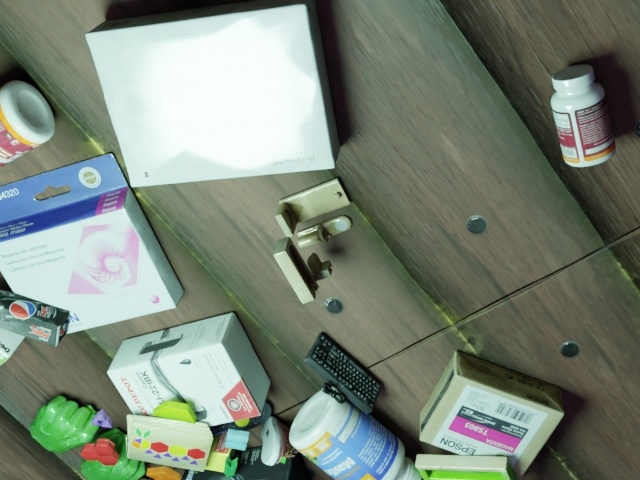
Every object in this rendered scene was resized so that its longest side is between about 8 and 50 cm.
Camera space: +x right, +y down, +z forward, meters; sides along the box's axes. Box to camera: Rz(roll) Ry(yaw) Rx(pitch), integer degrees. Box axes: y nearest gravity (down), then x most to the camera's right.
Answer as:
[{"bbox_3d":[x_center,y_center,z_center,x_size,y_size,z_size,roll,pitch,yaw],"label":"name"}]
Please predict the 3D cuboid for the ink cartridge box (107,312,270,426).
[{"bbox_3d":[-0.272,0.285,1.736,0.273,0.114,0.197,-15,117,19],"label":"ink cartridge box"}]

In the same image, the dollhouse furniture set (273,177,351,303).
[{"bbox_3d":[0.000,0.000,1.508,0.123,0.151,0.144,-20,117,19],"label":"dollhouse furniture set"}]

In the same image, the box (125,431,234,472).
[{"bbox_3d":[-0.308,0.451,1.855,0.232,0.087,0.058,9,120,5],"label":"box"}]

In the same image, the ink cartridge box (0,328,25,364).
[{"bbox_3d":[-0.721,0.199,1.679,0.097,0.255,0.189,-37,109,25],"label":"ink cartridge box"}]

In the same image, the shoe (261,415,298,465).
[{"bbox_3d":[-0.077,0.431,1.760,0.081,0.178,0.063,27,97,-11],"label":"shoe"}]

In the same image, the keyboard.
[{"bbox_3d":[0.045,0.277,1.685,0.180,0.108,0.023,42,142,-14],"label":"keyboard"}]

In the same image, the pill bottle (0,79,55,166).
[{"bbox_3d":[-0.603,-0.191,1.513,0.221,0.121,0.121,-24,113,21],"label":"pill bottle"}]

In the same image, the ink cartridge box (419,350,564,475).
[{"bbox_3d":[0.343,0.353,1.691,0.234,0.088,0.193,19,120,-3],"label":"ink cartridge box"}]

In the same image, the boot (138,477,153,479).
[{"bbox_3d":[-0.513,0.636,1.988,0.115,0.112,0.305,44,120,-8],"label":"boot"}]

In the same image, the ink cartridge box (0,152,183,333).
[{"bbox_3d":[-0.485,0.023,1.650,0.324,0.071,0.330,-14,118,17],"label":"ink cartridge box"}]

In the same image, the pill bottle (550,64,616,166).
[{"bbox_3d":[0.425,-0.204,1.358,0.086,0.086,0.152,-13,117,16],"label":"pill bottle"}]

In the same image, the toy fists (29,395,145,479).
[{"bbox_3d":[-0.517,0.455,1.885,0.279,0.096,0.142,44,134,-15],"label":"toy fists"}]

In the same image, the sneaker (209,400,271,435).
[{"bbox_3d":[-0.210,0.383,1.821,0.209,0.082,0.069,-18,102,-1],"label":"sneaker"}]

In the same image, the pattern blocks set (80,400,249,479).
[{"bbox_3d":[-0.321,0.423,1.747,0.325,0.026,0.285,19,131,-12],"label":"pattern blocks set"}]

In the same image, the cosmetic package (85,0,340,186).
[{"bbox_3d":[-0.174,-0.250,1.424,0.377,0.097,0.284,-4,117,12],"label":"cosmetic package"}]

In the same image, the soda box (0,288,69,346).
[{"bbox_3d":[-0.596,0.153,1.677,0.169,0.053,0.060,18,123,2],"label":"soda box"}]

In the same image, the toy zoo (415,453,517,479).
[{"bbox_3d":[0.337,0.544,1.782,0.192,0.030,0.293,-5,136,25],"label":"toy zoo"}]

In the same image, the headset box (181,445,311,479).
[{"bbox_3d":[-0.166,0.582,1.813,0.283,0.246,0.131,-11,118,16],"label":"headset box"}]

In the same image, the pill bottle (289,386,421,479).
[{"bbox_3d":[0.079,0.444,1.749,0.272,0.152,0.152,42,118,-14],"label":"pill bottle"}]
